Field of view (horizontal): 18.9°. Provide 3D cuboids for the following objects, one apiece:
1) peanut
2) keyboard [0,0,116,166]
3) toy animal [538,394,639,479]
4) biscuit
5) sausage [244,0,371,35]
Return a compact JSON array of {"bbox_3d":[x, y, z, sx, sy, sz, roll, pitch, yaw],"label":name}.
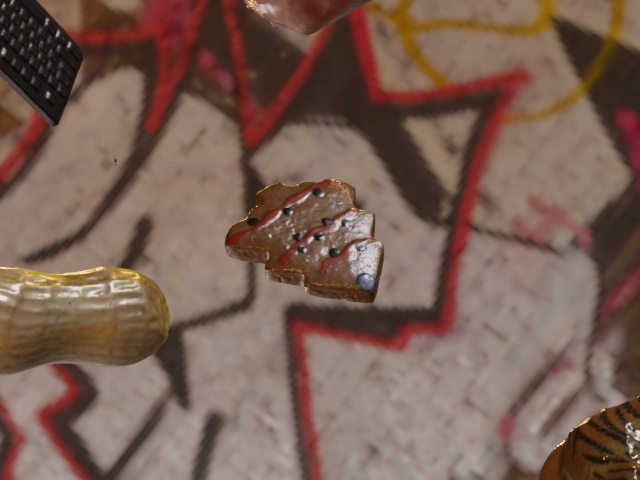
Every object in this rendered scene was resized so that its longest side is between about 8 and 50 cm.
[{"bbox_3d":[-0.216,0.063,1.515,0.207,0.087,0.087,0,-37,-27],"label":"peanut"},{"bbox_3d":[-0.265,-0.176,1.587,0.041,0.381,0.103,-14,43,29],"label":"keyboard"},{"bbox_3d":[0.176,0.101,0.862,0.241,0.057,0.099,-22,38,6],"label":"toy animal"},{"bbox_3d":[0.000,0.000,1.414,0.119,0.130,0.019,-30,-34,-28],"label":"biscuit"},{"bbox_3d":[0.089,-0.216,0.971,0.330,0.102,0.102,-28,0,14],"label":"sausage"}]
